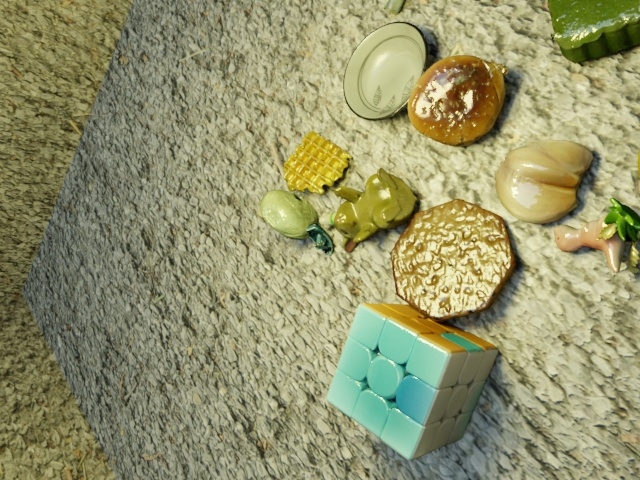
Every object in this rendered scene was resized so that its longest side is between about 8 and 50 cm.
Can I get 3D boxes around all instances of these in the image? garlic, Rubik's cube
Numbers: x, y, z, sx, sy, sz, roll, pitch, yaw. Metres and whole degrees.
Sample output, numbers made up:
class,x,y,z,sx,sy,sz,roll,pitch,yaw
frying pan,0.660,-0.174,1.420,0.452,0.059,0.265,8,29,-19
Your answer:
class,x,y,z,sx,sy,sz,roll,pitch,yaw
garlic,0.546,-0.154,1.327,0.227,0.110,0.218,17,98,39
Rubik's cube,0.243,0.354,1.384,0.291,0.291,0.291,27,100,39

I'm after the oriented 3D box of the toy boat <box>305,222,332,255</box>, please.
class,x,y,z,sx,sy,sz,roll,pitch,yaw
toy boat,0.000,0.000,1.731,0.060,0.137,0.061,-10,49,29

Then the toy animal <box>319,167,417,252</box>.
class,x,y,z,sx,sy,sz,roll,pitch,yaw
toy animal,0.117,-0.072,1.614,0.362,0.180,0.181,-26,73,36

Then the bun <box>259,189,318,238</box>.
class,x,y,z,sx,sy,sz,roll,pitch,yaw
bun,-0.100,-0.097,1.767,0.108,0.221,0.221,-46,59,25

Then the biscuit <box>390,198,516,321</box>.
class,x,y,z,sx,sy,sz,roll,pitch,yaw
biscuit,0.358,0.053,1.446,0.358,0.046,0.360,-15,62,29

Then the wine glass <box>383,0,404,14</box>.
class,x,y,z,sx,sy,sz,roll,pitch,yaw
wine glass,0.269,-0.855,1.667,0.074,0.074,0.263,29,103,38

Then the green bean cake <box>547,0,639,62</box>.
class,x,y,z,sx,sy,sz,roll,pitch,yaw
green bean cake,0.681,-0.579,1.240,0.246,0.156,0.250,-15,75,35

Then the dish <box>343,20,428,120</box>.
class,x,y,z,sx,sy,sz,roll,pitch,yaw
dish,0.223,-0.517,1.637,0.316,0.106,0.317,-9,76,38

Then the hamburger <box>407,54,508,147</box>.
class,x,y,z,sx,sy,sz,roll,pitch,yaw
hamburger,0.386,-0.388,1.445,0.285,0.146,0.243,-24,89,16

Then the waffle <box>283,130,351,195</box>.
class,x,y,z,sx,sy,sz,roll,pitch,yaw
waffle,-0.024,-0.246,1.784,0.219,0.057,0.229,-50,54,-1

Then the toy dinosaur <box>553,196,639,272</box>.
class,x,y,z,sx,sy,sz,roll,pitch,yaw
toy dinosaur,0.645,-0.006,1.208,0.177,0.152,0.194,-52,49,31

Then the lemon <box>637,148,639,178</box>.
class,x,y,z,sx,sy,sz,roll,pitch,yaw
lemon,0.793,-0.152,1.033,0.268,0.268,0.322,-33,62,31
